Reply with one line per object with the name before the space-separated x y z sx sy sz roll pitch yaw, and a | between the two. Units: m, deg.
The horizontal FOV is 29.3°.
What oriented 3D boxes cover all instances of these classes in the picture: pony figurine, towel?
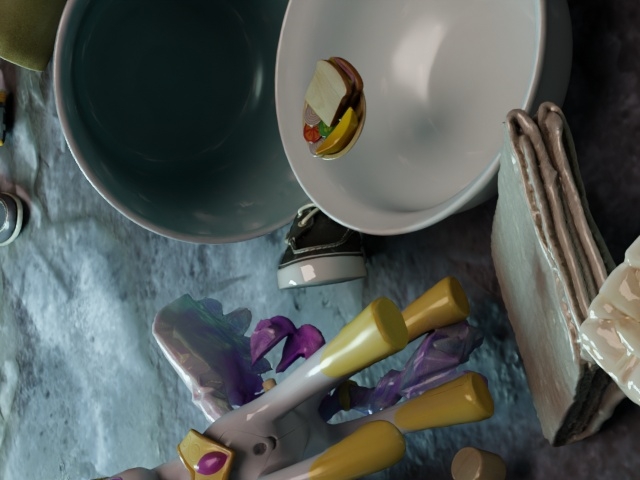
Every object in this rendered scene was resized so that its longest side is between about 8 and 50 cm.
pony figurine | -0.037 0.157 1.027 0.363 0.351 0.303 -29 83 21
towel | 0.170 0.035 0.886 0.049 0.282 0.187 -13 70 0

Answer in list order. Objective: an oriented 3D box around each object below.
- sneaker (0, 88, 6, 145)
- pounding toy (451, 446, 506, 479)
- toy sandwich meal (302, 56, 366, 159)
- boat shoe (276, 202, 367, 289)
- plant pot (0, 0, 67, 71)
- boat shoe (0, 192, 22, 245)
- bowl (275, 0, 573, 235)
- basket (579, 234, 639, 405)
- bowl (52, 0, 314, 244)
sneaker | -0.518 -0.144 1.741 0.214 0.084 0.083 -25 73 42
pounding toy | 0.144 0.274 0.983 0.181 0.094 0.206 -10 69 51
toy sandwich meal | 0.006 -0.108 1.013 0.085 0.029 0.086 -6 81 48
boat shoe | 0.000 0.000 1.083 0.077 0.219 0.070 -8 94 4
plant pot | -0.385 -0.382 1.542 0.254 0.237 0.237 -55 49 8
boat shoe | -0.485 -0.033 1.704 0.206 0.065 0.075 4 89 47
bowl | 0.105 -0.147 1.029 0.297 0.134 0.298 -5 83 47
basket | 0.373 0.024 0.630 0.331 0.266 0.328 49 121 40
bowl | -0.121 -0.160 1.174 0.163 0.311 0.312 18 100 62
